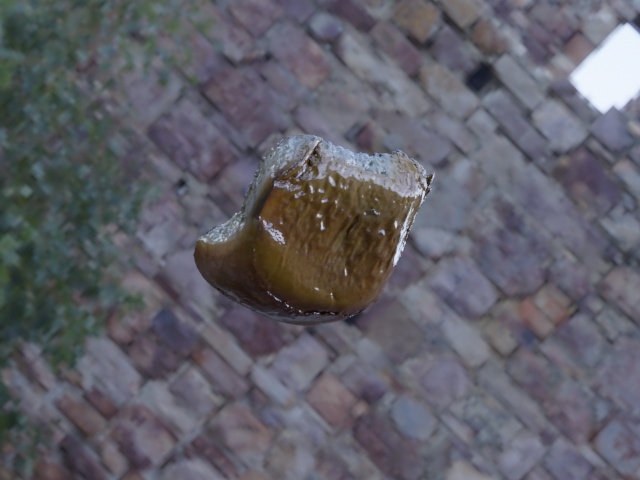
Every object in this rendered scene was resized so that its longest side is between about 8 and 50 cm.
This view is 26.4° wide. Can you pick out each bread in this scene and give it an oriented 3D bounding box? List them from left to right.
[{"bbox_3d":[0.000,0.000,0.788,0.129,0.126,0.044,15,28,-34],"label":"bread"}]
